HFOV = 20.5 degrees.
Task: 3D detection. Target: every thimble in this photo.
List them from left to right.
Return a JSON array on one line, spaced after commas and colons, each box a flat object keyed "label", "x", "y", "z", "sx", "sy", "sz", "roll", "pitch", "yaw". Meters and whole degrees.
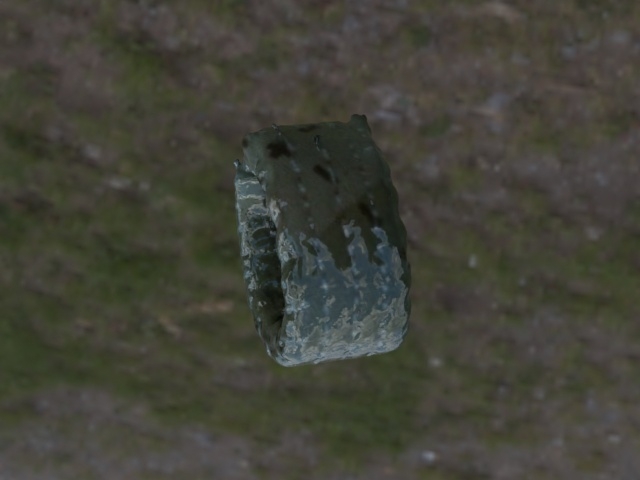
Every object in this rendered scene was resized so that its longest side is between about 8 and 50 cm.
[{"label": "thimble", "x": 0.000, "y": 0.000, "z": 0.795, "sx": 0.062, "sy": 0.110, "sz": 0.084, "roll": -9, "pitch": -177, "yaw": -18}]
